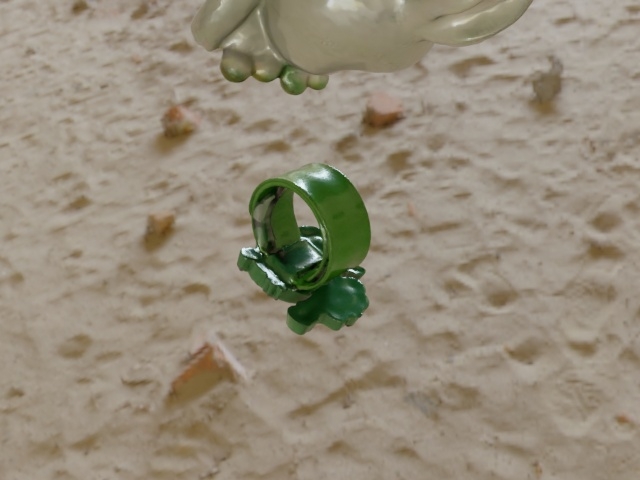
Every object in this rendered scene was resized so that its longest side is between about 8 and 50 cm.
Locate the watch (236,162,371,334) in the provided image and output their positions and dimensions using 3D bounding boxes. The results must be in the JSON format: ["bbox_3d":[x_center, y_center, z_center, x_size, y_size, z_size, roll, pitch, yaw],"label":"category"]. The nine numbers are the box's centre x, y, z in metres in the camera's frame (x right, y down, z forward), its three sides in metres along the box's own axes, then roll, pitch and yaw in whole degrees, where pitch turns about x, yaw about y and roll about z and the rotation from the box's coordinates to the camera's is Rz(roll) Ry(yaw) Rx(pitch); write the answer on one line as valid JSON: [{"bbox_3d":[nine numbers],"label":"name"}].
[{"bbox_3d":[0.000,0.000,1.129,0.131,0.152,0.165,-21,55,-41],"label":"watch"}]

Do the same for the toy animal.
[{"bbox_3d":[0.006,-0.248,0.814,0.310,0.247,0.183,37,51,-8],"label":"toy animal"}]
